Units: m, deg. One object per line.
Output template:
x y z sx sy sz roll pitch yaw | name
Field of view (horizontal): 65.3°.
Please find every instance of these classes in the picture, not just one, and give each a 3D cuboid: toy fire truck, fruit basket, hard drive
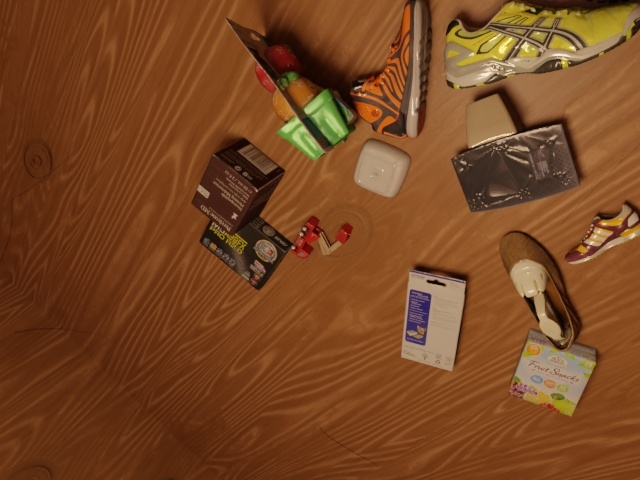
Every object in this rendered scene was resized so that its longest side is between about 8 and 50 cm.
0.000 0.000 1.531 0.135 0.047 0.192 36 128 4 | toy fire truck
-0.057 -0.371 1.197 0.165 0.327 0.353 -31 97 16 | fruit basket
0.460 -0.170 1.188 0.255 0.054 0.172 -15 110 33 | hard drive

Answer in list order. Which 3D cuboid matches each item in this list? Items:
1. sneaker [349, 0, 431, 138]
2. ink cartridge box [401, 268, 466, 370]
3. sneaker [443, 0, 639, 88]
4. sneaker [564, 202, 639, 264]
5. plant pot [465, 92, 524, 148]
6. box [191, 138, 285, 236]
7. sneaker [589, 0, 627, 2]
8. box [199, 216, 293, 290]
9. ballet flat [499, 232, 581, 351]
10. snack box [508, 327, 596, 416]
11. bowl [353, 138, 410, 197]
0.157 -0.398 1.179 0.180 0.124 0.321 12 121 20 | sneaker
0.334 0.225 1.473 0.165 0.065 0.332 13 123 21 | ink cartridge box
0.433 -0.419 1.012 0.385 0.145 0.147 -6 114 29 | sneaker
0.651 -0.015 1.177 0.185 0.069 0.084 -36 88 31 | sneaker
0.389 -0.278 1.142 0.109 0.109 0.096 -15 98 33 | plant pot
-0.246 -0.160 1.495 0.168 0.167 0.203 39 127 3 | box
0.600 -0.519 0.897 0.330 0.130 0.147 2 107 20 | sneaker
-0.252 0.008 1.659 0.270 0.060 0.216 40 128 3 | box
0.558 0.142 1.271 0.116 0.124 0.342 -22 105 34 | ballet flat
0.638 0.366 1.389 0.175 0.070 0.207 16 121 20 | snack box
0.157 -0.188 1.342 0.142 0.053 0.142 26 125 14 | bowl
